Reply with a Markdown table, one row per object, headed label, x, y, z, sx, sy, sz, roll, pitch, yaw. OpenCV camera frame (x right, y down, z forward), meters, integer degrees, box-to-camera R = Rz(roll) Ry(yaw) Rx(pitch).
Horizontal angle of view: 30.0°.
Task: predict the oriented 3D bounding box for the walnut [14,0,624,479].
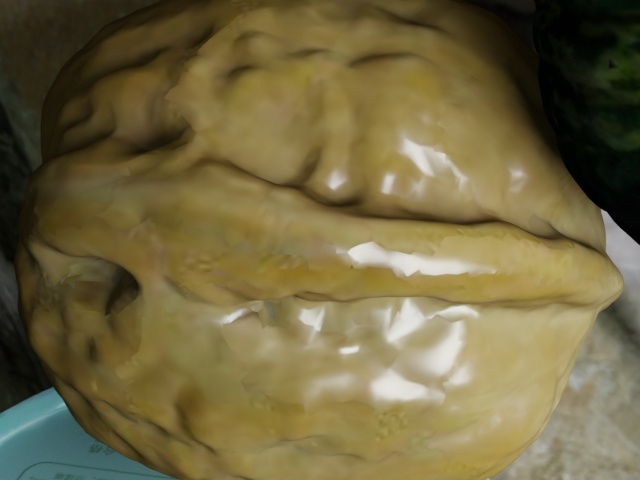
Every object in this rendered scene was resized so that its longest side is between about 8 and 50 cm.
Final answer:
| label | x | y | z | sx | sy | sz | roll | pitch | yaw |
| --- | --- | --- | --- | --- | --- | --- | --- | --- | --- |
| walnut | 0.000 | 0.000 | 0.512 | 0.257 | 0.257 | 0.225 | 6 | 85 | 22 |

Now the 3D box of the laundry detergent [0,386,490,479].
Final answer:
| label | x | y | z | sx | sy | sz | roll | pitch | yaw |
| --- | --- | --- | --- | --- | --- | --- | --- | --- | --- |
| laundry detergent | -0.053 | 0.258 | 0.623 | 0.287 | 0.287 | 0.305 | 8 | 117 | 22 |

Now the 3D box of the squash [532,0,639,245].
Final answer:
| label | x | y | z | sx | sy | sz | roll | pitch | yaw |
| --- | --- | --- | --- | --- | --- | --- | --- | --- | --- |
| squash | 0.173 | -0.083 | 0.404 | 0.172 | 0.218 | 0.218 | 28 | 134 | 57 |
